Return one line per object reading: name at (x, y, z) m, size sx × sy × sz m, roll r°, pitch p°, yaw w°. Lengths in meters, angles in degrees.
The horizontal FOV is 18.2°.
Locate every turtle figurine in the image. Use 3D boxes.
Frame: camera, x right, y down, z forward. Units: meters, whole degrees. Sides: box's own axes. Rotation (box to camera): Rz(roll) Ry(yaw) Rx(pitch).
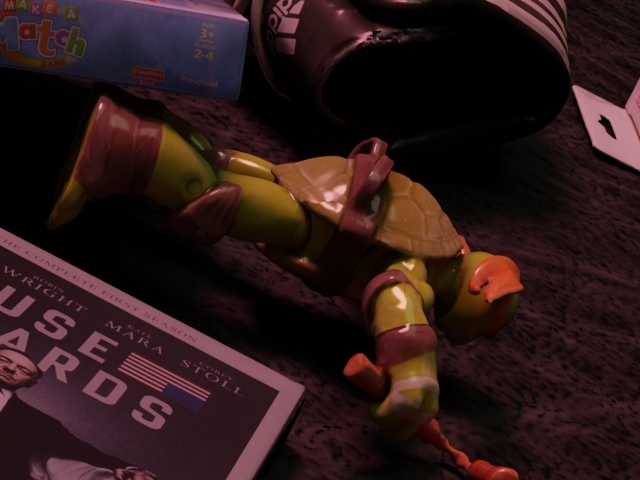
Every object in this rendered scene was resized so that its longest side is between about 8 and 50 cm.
turtle figurine at (0.000, 0.000, 0.827) m, size 0.217 × 0.087 × 0.269 m, roll 21°, pitch 22°, yaw -10°

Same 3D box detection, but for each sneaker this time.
sneaker at (-0.048, -0.183, 1.075) m, size 0.448 × 0.169 × 0.257 m, roll 21°, pitch 21°, yaw -16°

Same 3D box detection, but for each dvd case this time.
dvd case at (-0.113, 0.062, 0.653) m, size 0.179 × 0.029 × 0.238 m, roll 27°, pitch 23°, yaw 3°

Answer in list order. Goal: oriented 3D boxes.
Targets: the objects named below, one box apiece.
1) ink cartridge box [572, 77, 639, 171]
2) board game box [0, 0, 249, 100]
ink cartridge box at (0.269, -0.069, 1.292) m, size 0.198 × 0.067 × 0.115 m, roll 20°, pitch 23°, yaw -12°
board game box at (-0.119, -0.100, 0.877) m, size 0.160 × 0.039 × 0.211 m, roll 8°, pitch 10°, yaw -8°
